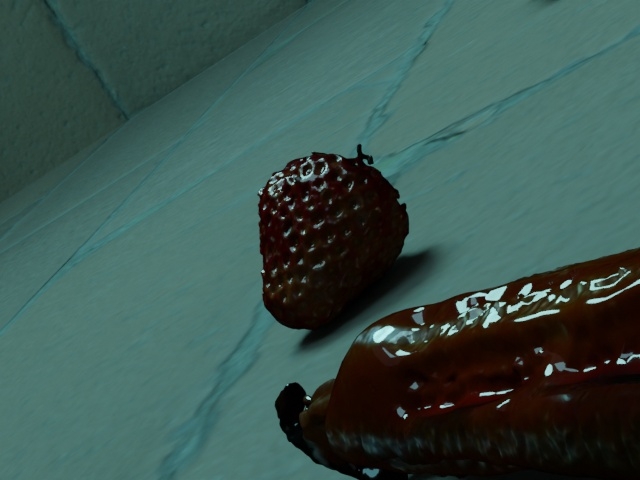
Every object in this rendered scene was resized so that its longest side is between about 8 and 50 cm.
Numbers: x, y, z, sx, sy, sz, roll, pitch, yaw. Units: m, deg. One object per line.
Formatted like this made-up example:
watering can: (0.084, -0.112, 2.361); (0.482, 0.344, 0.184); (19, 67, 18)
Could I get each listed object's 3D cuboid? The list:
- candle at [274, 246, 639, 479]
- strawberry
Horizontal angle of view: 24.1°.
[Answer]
candle: (0.068, 0.035, 0.355); (0.084, 0.059, 0.302); (-31, 7, -34)
strawberry: (0.000, 0.000, 0.673); (0.073, 0.073, 0.083); (-17, 34, 56)
